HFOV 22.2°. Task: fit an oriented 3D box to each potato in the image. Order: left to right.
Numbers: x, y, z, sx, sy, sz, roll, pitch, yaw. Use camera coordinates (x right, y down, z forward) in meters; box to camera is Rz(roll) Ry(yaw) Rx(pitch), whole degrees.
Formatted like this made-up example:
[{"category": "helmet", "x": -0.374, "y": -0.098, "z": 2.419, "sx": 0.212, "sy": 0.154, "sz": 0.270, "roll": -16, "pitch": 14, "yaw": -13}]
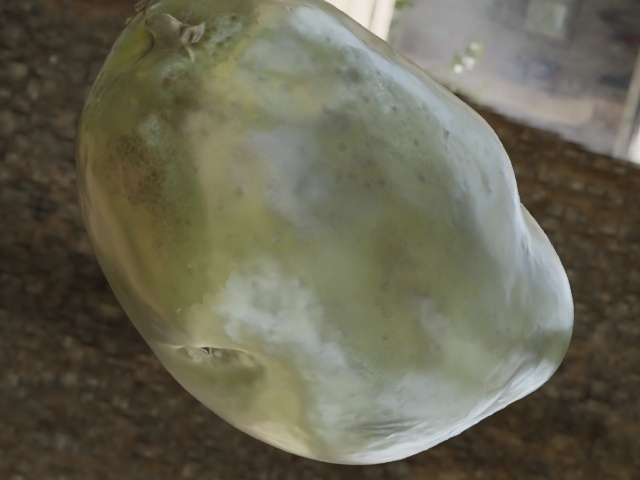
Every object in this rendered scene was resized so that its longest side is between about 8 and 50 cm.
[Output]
[{"category": "potato", "x": 0.000, "y": 0.000, "z": 0.950, "sx": 0.326, "sy": 0.221, "sz": 0.243, "roll": 35, "pitch": 46, "yaw": -42}]
